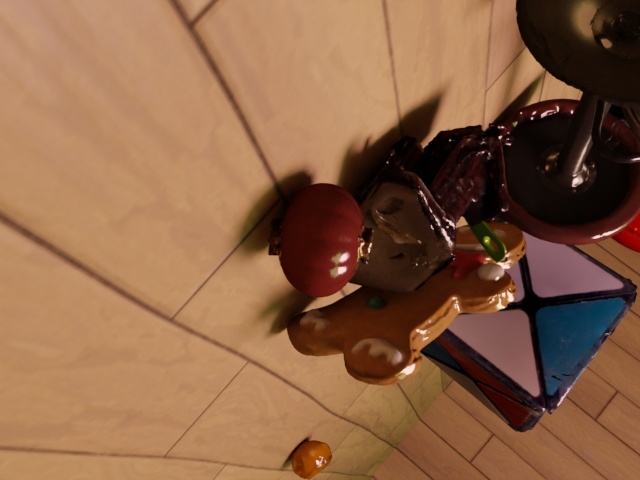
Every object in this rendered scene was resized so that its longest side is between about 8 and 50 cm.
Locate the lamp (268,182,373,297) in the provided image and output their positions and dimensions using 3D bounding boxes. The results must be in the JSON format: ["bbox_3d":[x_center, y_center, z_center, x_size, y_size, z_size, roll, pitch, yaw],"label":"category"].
[{"bbox_3d":[0.000,0.000,0.668,0.101,0.090,0.101,6,90,-87],"label":"lamp"}]

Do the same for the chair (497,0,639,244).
[{"bbox_3d":[0.314,-0.143,0.910,0.226,0.226,0.401,-46,162,-15],"label":"chair"}]

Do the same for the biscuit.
[{"bbox_3d":[0.119,0.047,0.907,0.340,0.216,0.047,-29,117,-31],"label":"biscuit"}]

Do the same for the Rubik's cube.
[{"bbox_3d":[0.387,0.152,1.493,0.310,0.307,0.305,-48,159,-12],"label":"Rubik's cube"}]

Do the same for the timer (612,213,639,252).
[{"bbox_3d":[0.789,-0.140,1.759,0.378,0.378,0.279,-40,159,-29],"label":"timer"}]

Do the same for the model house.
[{"bbox_3d":[0.103,-0.043,0.819,0.203,0.141,0.164,-42,-162,55],"label":"model house"}]

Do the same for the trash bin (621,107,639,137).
[{"bbox_3d":[0.617,-0.311,1.271,0.220,0.219,0.250,-12,153,9],"label":"trash bin"}]

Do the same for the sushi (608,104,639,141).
[{"bbox_3d":[0.621,-0.239,1.514,0.212,0.216,0.227,109,6,-55],"label":"sushi"}]

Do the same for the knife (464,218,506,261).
[{"bbox_3d":[0.170,-0.043,0.888,0.023,0.166,0.078,-12,147,-12],"label":"knife"}]

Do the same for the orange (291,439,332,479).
[{"bbox_3d":[-0.017,0.403,1.427,0.086,0.062,0.086,-31,164,-10],"label":"orange"}]
